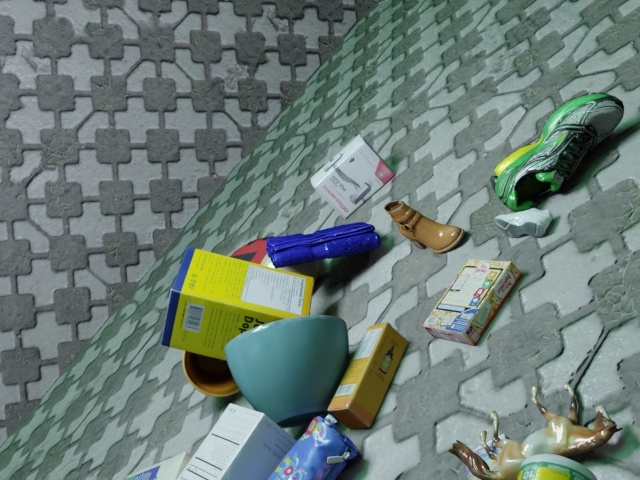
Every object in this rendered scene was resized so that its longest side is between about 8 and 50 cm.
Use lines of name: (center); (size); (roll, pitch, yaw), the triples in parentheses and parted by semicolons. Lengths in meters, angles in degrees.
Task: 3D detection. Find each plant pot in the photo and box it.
plant pot: (-0.293, 0.330, 2.282); (0.205, 0.205, 0.188); (-49, 7, -9)
plant pot: (-0.060, 0.315, 1.831); (0.290, 0.290, 0.196); (-30, 63, 34)

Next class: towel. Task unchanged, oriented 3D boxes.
towel: (0.000, 0.000, 2.246); (0.308, 0.076, 0.227); (-11, 11, -8)

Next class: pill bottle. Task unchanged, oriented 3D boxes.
pill bottle: (0.317, 0.420, 1.129); (0.117, 0.117, 0.208); (-19, 33, 47)

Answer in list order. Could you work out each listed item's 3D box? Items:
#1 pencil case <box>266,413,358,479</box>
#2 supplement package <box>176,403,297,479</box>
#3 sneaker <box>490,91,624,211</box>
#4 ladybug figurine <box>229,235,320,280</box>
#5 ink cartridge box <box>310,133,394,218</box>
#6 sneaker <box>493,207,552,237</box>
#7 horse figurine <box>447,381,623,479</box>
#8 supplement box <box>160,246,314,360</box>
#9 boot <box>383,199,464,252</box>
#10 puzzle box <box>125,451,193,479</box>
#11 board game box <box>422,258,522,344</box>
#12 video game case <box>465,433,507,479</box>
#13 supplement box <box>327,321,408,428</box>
pencil case: (-0.044, 0.502, 1.618); (0.306, 0.119, 0.133); (-51, 25, -14)
supplement package: (-0.184, 0.532, 1.732); (0.293, 0.177, 0.175); (-55, 24, -22)
sneaker: (0.547, -0.186, 1.805); (0.343, 0.134, 0.146); (-46, 27, 23)
ladybug figurine: (-0.180, 0.105, 2.492); (0.449, 0.162, 0.305); (-10, 41, 55)
ink cartridge box: (0.099, -0.201, 2.540); (0.218, 0.158, 0.092); (-41, 23, 11)
sneaker: (0.455, -0.042, 1.792); (0.061, 0.054, 0.152); (-44, 26, -23)
horse figurine: (0.345, 0.325, 1.305); (0.263, 0.066, 0.174); (-32, 27, 10)
supplement box: (-0.213, 0.185, 2.100); (0.194, 0.356, 0.195); (-82, 8, -56)
boot: (0.253, -0.042, 1.999); (0.197, 0.152, 0.073); (-8, 42, 56)
puzzle box: (-0.473, 0.748, 2.031); (0.272, 0.052, 0.409); (-29, 27, 35)
board game box: (0.324, 0.128, 1.721); (0.193, 0.045, 0.146); (-52, 23, -17)
video game case: (0.289, 0.394, 1.363); (0.087, 0.011, 0.122); (-37, 23, 21)
supplement box: (0.107, 0.296, 1.768); (0.080, 0.078, 0.233); (-20, 32, 52)
